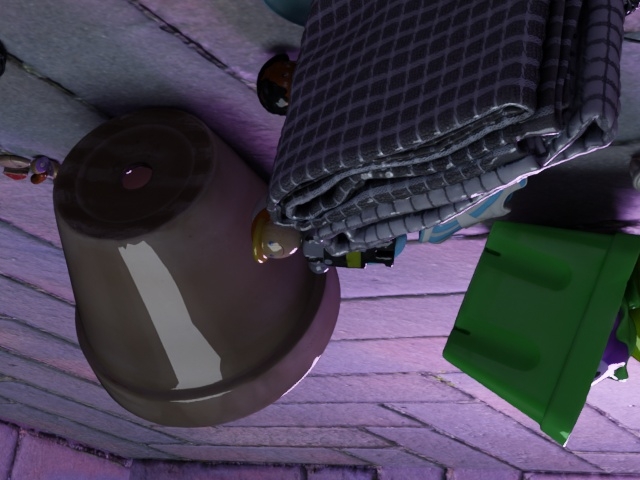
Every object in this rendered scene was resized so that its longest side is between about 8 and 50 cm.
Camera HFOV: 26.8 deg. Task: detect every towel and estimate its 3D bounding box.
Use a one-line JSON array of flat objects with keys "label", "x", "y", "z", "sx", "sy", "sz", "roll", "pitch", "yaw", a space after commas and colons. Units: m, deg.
[{"label": "towel", "x": 0.088, "y": -0.136, "z": 1.008, "sx": 0.121, "sy": 0.235, "sz": 0.284, "roll": 33, "pitch": 144, "yaw": -30}]

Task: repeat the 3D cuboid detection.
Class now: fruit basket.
[{"label": "fruit basket", "x": 0.354, "y": 0.112, "z": 1.581, "sx": 0.392, "sy": 0.283, "sz": 0.392, "roll": 22, "pitch": 179, "yaw": 1}]

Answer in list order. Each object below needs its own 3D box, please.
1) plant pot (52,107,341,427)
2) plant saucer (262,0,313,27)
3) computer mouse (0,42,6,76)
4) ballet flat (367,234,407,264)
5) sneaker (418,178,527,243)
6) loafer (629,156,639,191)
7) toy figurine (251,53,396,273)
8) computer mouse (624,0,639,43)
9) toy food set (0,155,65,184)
[{"label": "plant pot", "x": -0.164, "y": 0.010, "z": 1.537, "sx": 0.323, "sy": 0.323, "sz": 0.280, "roll": 2, "pitch": 145, "yaw": 19}, {"label": "plant saucer", "x": 0.006, "y": -0.217, "z": 1.164, "sx": 0.119, "sy": 0.021, "sz": 0.119, "roll": 8, "pitch": 161, "yaw": 3}, {"label": "computer mouse", "x": -0.401, "y": -0.173, "z": 1.466, "sx": 0.071, "sy": 0.041, "sz": 0.242, "roll": 0, "pitch": 162, "yaw": -35}, {"label": "ballet flat", "x": 0.000, "y": 0.000, "z": 1.731, "sx": 0.247, "sy": 0.083, "sz": 0.087, "roll": 1, "pitch": 174, "yaw": 27}, {"label": "sneaker", "x": 0.163, "y": -0.047, "z": 1.503, "sx": 0.092, "sy": 0.087, "sz": 0.228, "roll": 7, "pitch": 164, "yaw": -6}, {"label": "loafer", "x": 0.389, "y": -0.067, "z": 1.429, "sx": 0.125, "sy": 0.039, "sz": 0.045, "roll": 9, "pitch": 129, "yaw": -11}, {"label": "toy figurine", "x": 0.002, "y": -0.076, "z": 1.255, "sx": 0.148, "sy": 0.213, "sz": 0.209, "roll": 5, "pitch": -172, "yaw": 3}, {"label": "computer mouse", "x": 0.314, "y": -0.170, "z": 1.143, "sx": 0.193, "sy": 0.042, "sz": 0.106, "roll": 15, "pitch": 157, "yaw": -3}, {"label": "toy food set", "x": -0.363, "y": -0.086, "z": 1.724, "sx": 0.122, "sy": 0.019, "sz": 0.078, "roll": 1, "pitch": 160, "yaw": 22}]
